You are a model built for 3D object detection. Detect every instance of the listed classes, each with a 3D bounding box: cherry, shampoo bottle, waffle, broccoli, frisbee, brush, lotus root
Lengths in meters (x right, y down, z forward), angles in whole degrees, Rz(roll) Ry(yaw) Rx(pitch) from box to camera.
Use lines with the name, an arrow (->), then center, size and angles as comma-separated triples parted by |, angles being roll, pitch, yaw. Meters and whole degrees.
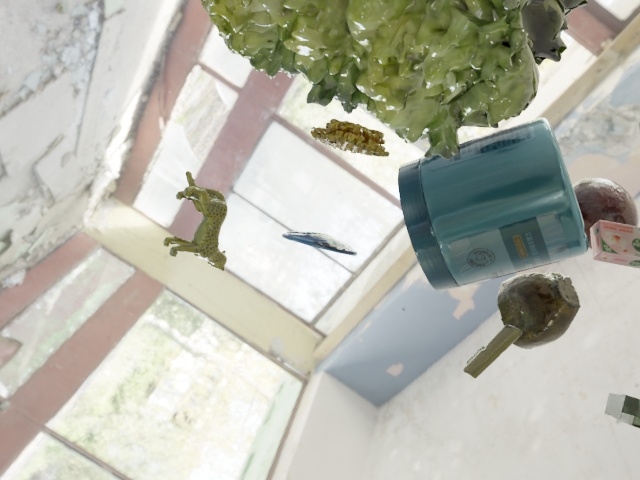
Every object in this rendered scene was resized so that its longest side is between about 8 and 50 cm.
cherry -> 0.886, -0.089, 1.705 | 0.203, 0.230, 0.300 | 82, 17, -46
shampoo bottle -> 0.399, -0.080, 1.241 | 0.343, 0.331, 0.331 | -18, -158, 22
waffle -> 0.076, -0.274, 1.404 | 0.193, 0.197, 0.070 | 21, -81, 55
broccoli -> 0.059, -0.258, 0.397 | 0.293, 0.348, 0.281 | -61, 180, -7
frisbee -> 0.000, 0.000, 1.639 | 0.242, 0.242, 0.045 | -136, -121, -85
brush -> 0.514, 0.330, 1.601 | 0.048, 0.054, 0.282 | -61, 174, -42
lotus root -> 0.777, 0.235, 1.901 | 0.260, 0.149, 0.266 | 141, -49, -58

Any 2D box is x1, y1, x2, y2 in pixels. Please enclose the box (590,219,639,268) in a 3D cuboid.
box -> 0.690, 0.009, 1.216 | 0.043, 0.125, 0.089 | 99, 1, -61

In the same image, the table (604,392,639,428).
table -> 0.746, 0.399, 1.189 | 0.175, 0.146, 0.062 | 53, 54, -75

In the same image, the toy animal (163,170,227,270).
toy animal -> -0.229, -0.036, 1.061 | 0.073, 0.136, 0.181 | 11, -92, 52
